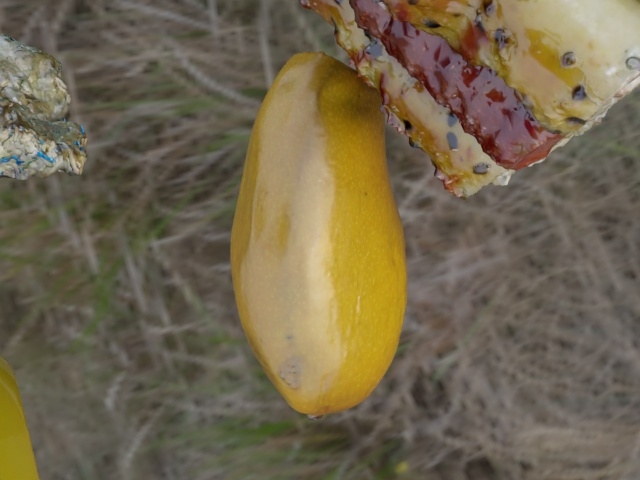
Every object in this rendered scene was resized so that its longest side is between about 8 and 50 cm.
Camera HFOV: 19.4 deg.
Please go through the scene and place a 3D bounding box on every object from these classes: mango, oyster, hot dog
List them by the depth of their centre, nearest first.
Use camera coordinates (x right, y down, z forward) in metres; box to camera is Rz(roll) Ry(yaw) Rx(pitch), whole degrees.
[{"bbox_3d":[0.091,-0.224,1.493,0.365,0.196,0.367,53,165,3],"label":"hot dog"},{"bbox_3d":[-0.002,0.000,1.737,0.144,0.187,0.359,13,120,35],"label":"mango"},{"bbox_3d":[-0.333,-0.135,1.787,0.259,0.198,0.092,47,127,9],"label":"oyster"}]

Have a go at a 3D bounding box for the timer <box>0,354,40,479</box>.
[{"bbox_3d":[-0.358,0.204,1.152,0.387,0.376,0.376,-14,93,-8],"label":"timer"}]
